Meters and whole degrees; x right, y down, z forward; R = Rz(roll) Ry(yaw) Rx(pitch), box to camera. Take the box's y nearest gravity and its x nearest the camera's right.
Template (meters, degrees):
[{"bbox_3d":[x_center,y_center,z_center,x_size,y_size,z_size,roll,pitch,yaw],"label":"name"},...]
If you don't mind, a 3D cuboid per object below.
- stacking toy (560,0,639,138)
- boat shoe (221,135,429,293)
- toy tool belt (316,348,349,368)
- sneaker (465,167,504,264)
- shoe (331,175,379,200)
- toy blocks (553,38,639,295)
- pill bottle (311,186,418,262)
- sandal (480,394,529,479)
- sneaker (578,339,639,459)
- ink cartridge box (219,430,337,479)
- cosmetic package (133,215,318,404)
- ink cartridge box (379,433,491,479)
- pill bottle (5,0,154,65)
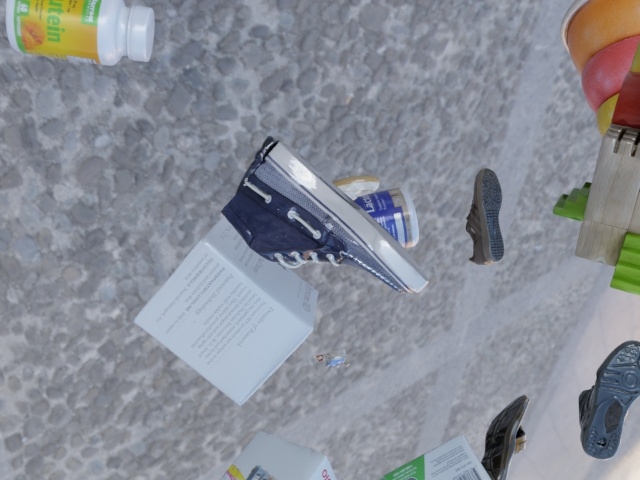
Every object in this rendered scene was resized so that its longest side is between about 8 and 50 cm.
[{"bbox_3d":[0.680,-0.285,1.410,0.350,0.351,0.479,34,59,-55],"label":"stacking toy"},{"bbox_3d":[0.000,0.000,1.075,0.158,0.340,0.127,-49,173,10],"label":"boat shoe"},{"bbox_3d":[0.034,0.333,1.862,0.083,0.051,0.052,-16,165,-1],"label":"toy tool belt"},{"bbox_3d":[0.308,-0.046,1.310,0.066,0.071,0.188,9,75,-36],"label":"sneaker"},{"bbox_3d":[0.011,-0.073,1.286,0.219,0.058,0.076,-14,174,14],"label":"shoe"},{"bbox_3d":[0.405,-0.140,0.792,0.381,0.191,0.261,-38,138,-50],"label":"toy blocks"},{"bbox_3d":[0.094,-0.032,1.649,0.265,0.153,0.153,-13,137,-4],"label":"pill bottle"},{"bbox_3d":[0.363,0.395,1.297,0.090,0.060,0.219,-47,-172,44],"label":"sandal"},{"bbox_3d":[0.536,0.277,1.251,0.130,0.087,0.227,-46,148,-73],"label":"sneaker"},{"bbox_3d":[-0.069,0.375,0.912,0.176,0.127,0.128,-46,131,-38],"label":"ink cartridge box"},{"bbox_3d":[-0.261,0.195,2.001,0.327,0.394,0.329,-48,-172,12],"label":"cosmetic package"},{"bbox_3d":[0.202,0.428,1.021,0.153,0.208,0.087,-22,152,-16],"label":"ink cartridge box"},{"bbox_3d":[-0.446,-0.406,1.273,0.246,0.136,0.136,7,124,-7],"label":"pill bottle"}]
